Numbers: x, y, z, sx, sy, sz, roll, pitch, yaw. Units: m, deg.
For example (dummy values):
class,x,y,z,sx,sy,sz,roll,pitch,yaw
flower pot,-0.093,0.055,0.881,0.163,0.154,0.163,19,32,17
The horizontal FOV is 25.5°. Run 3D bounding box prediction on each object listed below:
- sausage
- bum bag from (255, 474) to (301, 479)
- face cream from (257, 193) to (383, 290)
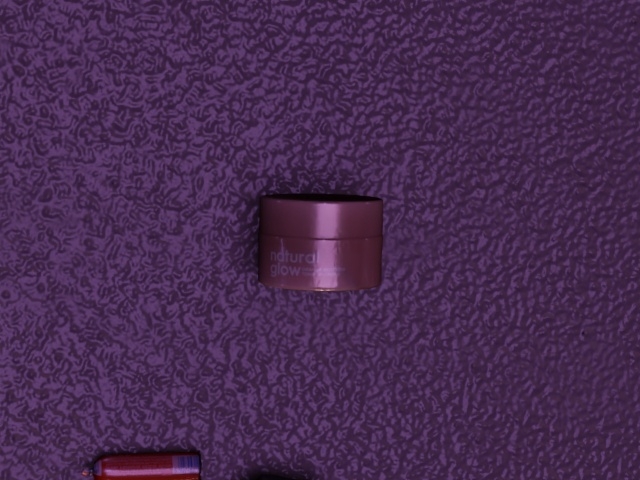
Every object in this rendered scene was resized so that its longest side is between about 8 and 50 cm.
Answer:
class,x,y,z,sx,sy,sz,roll,pitch,yaw
sausage,-0.216,0.280,1.710,0.145,0.048,0.050,0,133,-13
bum bag,-0.025,0.448,1.742,0.144,0.095,0.340,-14,97,5
face cream,0.000,0.000,1.680,0.149,0.149,0.104,0,95,-13
